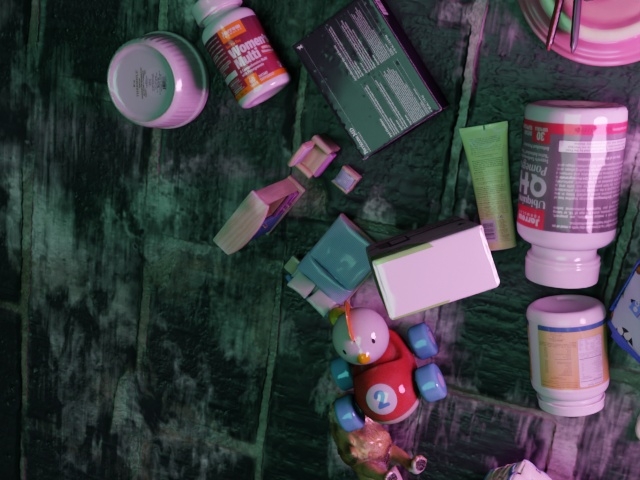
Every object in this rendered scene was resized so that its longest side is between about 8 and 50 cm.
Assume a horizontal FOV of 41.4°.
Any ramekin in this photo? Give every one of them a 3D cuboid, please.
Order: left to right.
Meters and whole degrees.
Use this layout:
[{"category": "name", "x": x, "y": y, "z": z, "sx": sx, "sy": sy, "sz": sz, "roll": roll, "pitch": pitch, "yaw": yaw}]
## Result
[{"category": "ramekin", "x": -0.349, "y": -0.334, "z": 1.778, "sx": 0.207, "sy": 0.109, "sz": 0.207, "roll": 5, "pitch": 105, "yaw": 19}]

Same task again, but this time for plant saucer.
[{"category": "plant saucer", "x": 0.496, "y": -0.465, "z": 1.441, "sx": 0.332, "sy": 0.084, "sz": 0.332, "roll": 5, "pitch": 105, "yaw": 20}]

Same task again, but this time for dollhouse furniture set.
[{"category": "dollhouse furniture set", "x": 0.000, "y": 0.000, "z": 1.683, "sx": 0.303, "sy": 0.198, "sz": 0.286, "roll": 43, "pitch": 114, "yaw": 5}]

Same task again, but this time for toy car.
[{"category": "toy car", "x": 0.094, "y": 0.222, "z": 1.657, "sx": 0.219, "sy": 0.210, "sz": 0.238, "roll": -24, "pitch": 128, "yaw": 16}]

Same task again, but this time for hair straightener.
[{"category": "hair straightener", "x": 0.442, "y": -0.426, "z": 1.407, "sx": 0.089, "sy": 0.047, "sz": 0.230, "roll": 14, "pitch": 104, "yaw": 17}]

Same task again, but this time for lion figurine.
[{"category": "lion figurine", "x": 0.141, "y": 0.513, "z": 1.786, "sx": 0.240, "sy": 0.142, "sz": 0.392, "roll": 12, "pitch": 122, "yaw": 58}]

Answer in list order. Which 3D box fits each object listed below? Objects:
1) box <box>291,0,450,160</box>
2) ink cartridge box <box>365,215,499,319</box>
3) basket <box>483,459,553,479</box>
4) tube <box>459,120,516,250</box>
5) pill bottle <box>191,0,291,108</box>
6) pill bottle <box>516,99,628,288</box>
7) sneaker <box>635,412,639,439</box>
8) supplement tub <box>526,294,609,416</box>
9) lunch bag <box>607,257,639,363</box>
[{"category": "box", "x": 0.097, "y": -0.315, "z": 1.619, "sx": 0.184, "sy": 0.103, "sz": 0.261, "roll": -31, "pitch": 92, "yaw": 21}, {"category": "ink cartridge box", "x": 0.195, "y": 0.044, "z": 1.554, "sx": 0.198, "sy": 0.273, "sz": 0.114, "roll": -19, "pitch": 95, "yaw": 1}, {"category": "basket", "x": 0.410, "y": 0.581, "z": 1.691, "sx": 0.255, "sy": 0.201, "sz": 0.289, "roll": 33, "pitch": 140, "yaw": 8}, {"category": "tube", "x": 0.329, "y": -0.102, "z": 1.614, "sx": 0.070, "sy": 0.062, "sz": 0.240, "roll": -12, "pitch": 96, "yaw": -21}, {"category": "pill bottle", "x": -0.160, "y": -0.385, "z": 1.687, "sx": 0.121, "sy": 0.121, "sz": 0.221, "roll": -29, "pitch": 92, "yaw": 24}, {"category": "pill bottle", "x": 0.442, "y": -0.084, "z": 1.506, "sx": 0.176, "sy": 0.176, "sz": 0.318, "roll": 5, "pitch": 105, "yaw": 19}, {"category": "sneaker", "x": 0.653, "y": 0.328, "z": 1.586, "sx": 0.057, "sy": 0.075, "sz": 0.161, "roll": 44, "pitch": 114, "yaw": 6}, {"category": "supplement tub", "x": 0.466, "y": 0.214, "z": 1.591, "sx": 0.144, "sy": 0.144, "sz": 0.199, "roll": -2, "pitch": 103, "yaw": 21}, {"category": "lunch bag", "x": 0.708, "y": 0.116, "z": 1.393, "sx": 0.385, "sy": 0.239, "sz": 0.328, "roll": 29, "pitch": 131, "yaw": 16}]
